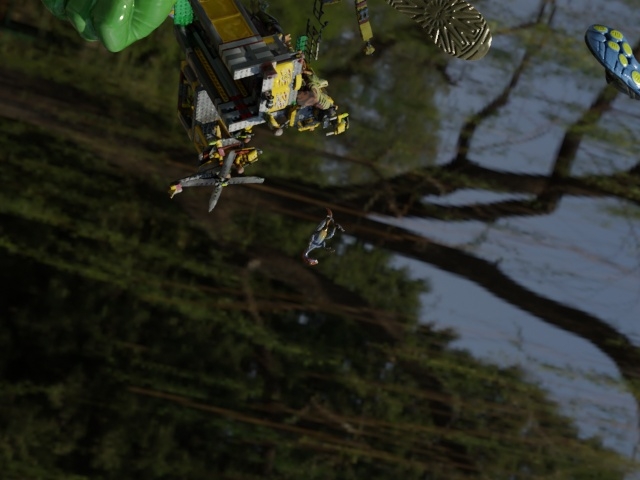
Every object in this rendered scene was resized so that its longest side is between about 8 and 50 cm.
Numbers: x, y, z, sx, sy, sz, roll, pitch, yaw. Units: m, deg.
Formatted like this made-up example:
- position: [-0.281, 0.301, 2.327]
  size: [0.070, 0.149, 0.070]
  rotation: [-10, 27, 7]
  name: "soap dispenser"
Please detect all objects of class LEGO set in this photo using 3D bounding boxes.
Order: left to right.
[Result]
- position: [-0.046, -0.180, 1.319]
  size: [0.192, 0.255, 0.331]
  rotation: [60, -32, 29]
  name: "LEGO set"

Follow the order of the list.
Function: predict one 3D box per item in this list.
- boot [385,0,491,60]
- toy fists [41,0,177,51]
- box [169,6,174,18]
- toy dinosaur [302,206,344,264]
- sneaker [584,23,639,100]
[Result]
- position: [0.198, -0.441, 2.063]
  size: [0.089, 0.236, 0.269]
  rotation: [-49, -167, 16]
  name: "boot"
- position: [-0.245, -0.313, 1.084]
  size: [0.142, 0.279, 0.096]
  rotation: [-35, -178, 11]
  name: "toy fists"
- position: [-0.241, -0.511, 1.584]
  size: [0.279, 0.290, 0.177]
  rotation: [-54, -167, 10]
  name: "box"
- position: [0.000, 0.000, 1.890]
  size: [0.082, 0.047, 0.090]
  rotation: [-44, -162, 14]
  name: "toy dinosaur"
- position: [0.514, -0.300, 1.964]
  size: [0.078, 0.188, 0.067]
  rotation: [4, -119, 56]
  name: "sneaker"
